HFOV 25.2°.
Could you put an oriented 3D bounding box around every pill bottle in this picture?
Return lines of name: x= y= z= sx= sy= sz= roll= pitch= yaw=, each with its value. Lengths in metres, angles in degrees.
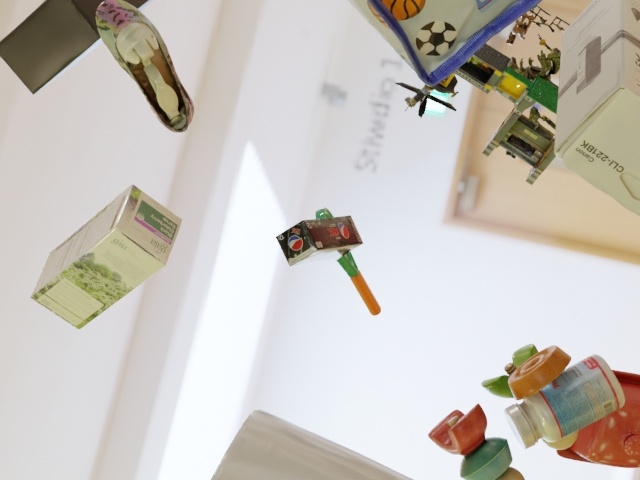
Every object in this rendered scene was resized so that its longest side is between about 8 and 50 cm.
pill bottle: x=0.350 y=0.236 z=2.064 sx=0.087 sy=0.160 sz=0.087 roll=62 pitch=175 yaw=10

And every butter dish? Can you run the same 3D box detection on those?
butter dish: x=0.465 y=0.292 z=2.203 sx=0.118 sy=0.159 sz=0.160 roll=-119 pitch=41 yaw=-69

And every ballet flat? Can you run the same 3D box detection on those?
ballet flat: x=-0.245 y=-0.248 z=2.057 sx=0.221 sy=0.077 sz=0.079 roll=60 pitch=175 yaw=-24

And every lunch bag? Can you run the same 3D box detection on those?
lunch bag: x=0.054 y=-0.420 z=1.565 sx=0.385 sy=0.239 sz=0.328 roll=46 pitch=-173 yaw=-36

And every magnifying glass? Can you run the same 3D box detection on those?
magnifying glass: x=0.051 y=0.040 z=2.574 sx=0.092 sy=0.026 sz=0.231 roll=-91 pitch=-24 yaw=-62

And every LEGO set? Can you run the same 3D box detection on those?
LEGO set: x=0.297 y=-0.248 z=2.266 sx=0.192 sy=0.331 sz=0.255 roll=-56 pitch=10 yaw=53

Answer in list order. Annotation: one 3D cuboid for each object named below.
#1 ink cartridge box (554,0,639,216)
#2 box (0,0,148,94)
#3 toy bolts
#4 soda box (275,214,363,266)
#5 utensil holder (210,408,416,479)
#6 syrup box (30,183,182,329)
ink cartridge box: x=0.369 y=-0.147 z=1.571 sx=0.114 sy=0.197 sz=0.273 roll=-49 pitch=15 yaw=35
box: x=-0.357 y=-0.358 z=2.222 sx=0.184 sy=0.103 sz=0.261 roll=-34 pitch=11 yaw=39
toy bolts: x=0.299 y=0.276 z=2.087 sx=0.228 sy=0.158 sz=0.218 roll=-39 pitch=2 yaw=-19
soda box: x=0.000 y=0.000 z=2.220 sx=0.169 sy=0.060 sz=0.053 roll=-6 pitch=-113 yaw=-63
utensil holder: x=0.033 y=0.404 z=1.561 sx=0.327 sy=0.385 sz=0.328 roll=25 pitch=-90 yaw=-85
syrup box: x=-0.311 y=0.026 z=2.073 sx=0.237 sy=0.093 sz=0.096 roll=-35 pitch=28 yaw=39
